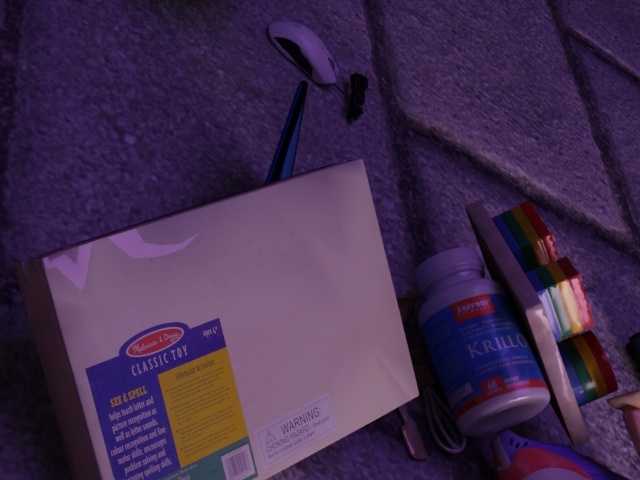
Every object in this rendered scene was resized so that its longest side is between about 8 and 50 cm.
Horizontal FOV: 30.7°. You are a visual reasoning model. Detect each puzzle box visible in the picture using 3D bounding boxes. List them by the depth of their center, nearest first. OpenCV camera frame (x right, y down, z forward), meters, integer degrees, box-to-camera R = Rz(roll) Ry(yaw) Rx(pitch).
[{"bbox_3d":[-0.079,0.092,1.133,0.409,0.052,0.272,-19,99,-43],"label":"puzzle box"}]

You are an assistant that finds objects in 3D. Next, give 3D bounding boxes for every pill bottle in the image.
[{"bbox_3d":[0.196,0.125,1.489,0.124,0.124,0.221,8,53,-46],"label":"pill bottle"}]

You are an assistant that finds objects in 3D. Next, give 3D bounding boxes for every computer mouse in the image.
[{"bbox_3d":[0.002,-0.273,1.785,0.193,0.042,0.106,40,35,-15],"label":"computer mouse"}]

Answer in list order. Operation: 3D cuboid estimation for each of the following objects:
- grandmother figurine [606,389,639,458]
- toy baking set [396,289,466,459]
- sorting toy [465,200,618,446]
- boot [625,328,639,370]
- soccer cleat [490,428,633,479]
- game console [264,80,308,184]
[{"bbox_3d":[0.458,0.352,1.465,0.208,0.104,0.342,-5,74,-47],"label":"grandmother figurine"},{"bbox_3d":[0.141,0.171,1.514,0.196,0.030,0.256,51,33,3],"label":"toy baking set"},{"bbox_3d":[0.306,0.096,1.570,0.257,0.089,0.255,-110,176,-57],"label":"sorting toy"},{"bbox_3d":[0.632,0.240,1.968,0.247,0.094,0.207,4,57,-40],"label":"boot"},{"bbox_3d":[0.350,0.324,1.550,0.318,0.108,0.116,20,29,-39],"label":"soccer cleat"},{"bbox_3d":[0.000,0.000,1.388,0.250,0.173,0.293,38,35,-17],"label":"game console"}]
